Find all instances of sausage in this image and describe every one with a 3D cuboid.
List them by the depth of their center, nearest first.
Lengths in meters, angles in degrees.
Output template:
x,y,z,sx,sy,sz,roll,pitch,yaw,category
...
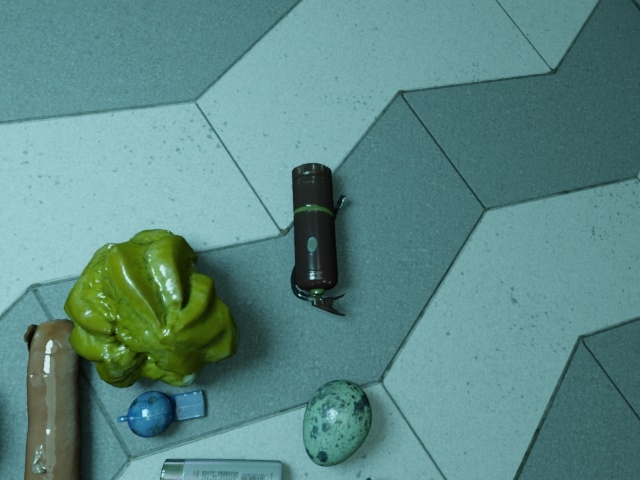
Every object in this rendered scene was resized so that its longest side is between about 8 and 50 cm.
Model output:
x,y,z,sx,sy,sz,roll,pitch,yaw,category
-0.480,0.354,0.743,0.094,0.094,0.419,-14,76,25,sausage

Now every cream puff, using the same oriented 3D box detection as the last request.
x,y,z,sx,sy,sz,roll,pitch,yaw,category
-0.325,0.126,0.750,0.274,0.270,0.323,-33,82,-13,cream puff

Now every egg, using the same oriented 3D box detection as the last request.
x,y,z,sx,sy,sz,roll,pitch,yaw,category
0.030,0.365,0.824,0.132,0.132,0.172,26,84,-3,egg

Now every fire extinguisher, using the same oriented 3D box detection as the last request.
x,y,z,sx,sy,sz,roll,pitch,yaw,category
0.000,0.000,0.930,0.141,0.105,0.341,0,72,-10,fire extinguisher

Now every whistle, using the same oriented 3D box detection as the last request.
x,y,z,sx,sy,sz,roll,pitch,yaw,category
-0.306,0.329,0.791,0.158,0.090,0.090,-7,77,-13,whistle

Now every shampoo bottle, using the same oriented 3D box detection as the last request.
x,y,z,sx,sy,sz,roll,pitch,yaw,category
-0.189,0.468,0.791,0.227,0.056,0.086,6,76,-10,shampoo bottle

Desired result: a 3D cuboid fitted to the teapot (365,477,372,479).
x,y,z,sx,sy,sz,roll,pitch,yaw,category
0.076,0.574,0.777,0.149,0.162,0.239,-27,112,-8,teapot
